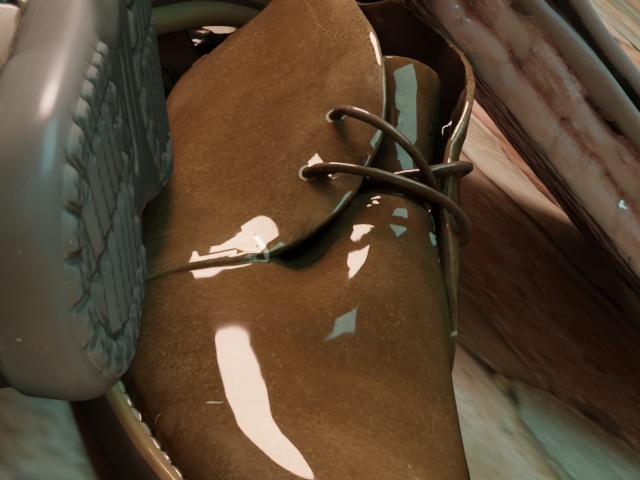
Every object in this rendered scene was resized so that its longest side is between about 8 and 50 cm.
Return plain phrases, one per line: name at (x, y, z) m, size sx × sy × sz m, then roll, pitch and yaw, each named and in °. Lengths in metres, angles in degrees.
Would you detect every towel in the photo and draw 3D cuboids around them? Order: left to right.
towel at (0.109, -0.065, 0.745) m, size 0.332 × 0.053 × 0.317 m, roll 49°, pitch 6°, yaw -27°

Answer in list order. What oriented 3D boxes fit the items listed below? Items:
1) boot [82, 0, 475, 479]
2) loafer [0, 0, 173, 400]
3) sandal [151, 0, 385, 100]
boot at (0.000, 0.000, 0.477) m, size 0.112 × 0.115 × 0.305 m, roll 30°, pitch 21°, yaw -24°
loafer at (-0.089, -0.038, 0.417) m, size 0.087 × 0.094 × 0.251 m, roll -6°, pitch 20°, yaw 0°
sandal at (-0.085, -0.102, 0.632) m, size 0.302 × 0.086 × 0.120 m, roll -8°, pitch 51°, yaw -44°
